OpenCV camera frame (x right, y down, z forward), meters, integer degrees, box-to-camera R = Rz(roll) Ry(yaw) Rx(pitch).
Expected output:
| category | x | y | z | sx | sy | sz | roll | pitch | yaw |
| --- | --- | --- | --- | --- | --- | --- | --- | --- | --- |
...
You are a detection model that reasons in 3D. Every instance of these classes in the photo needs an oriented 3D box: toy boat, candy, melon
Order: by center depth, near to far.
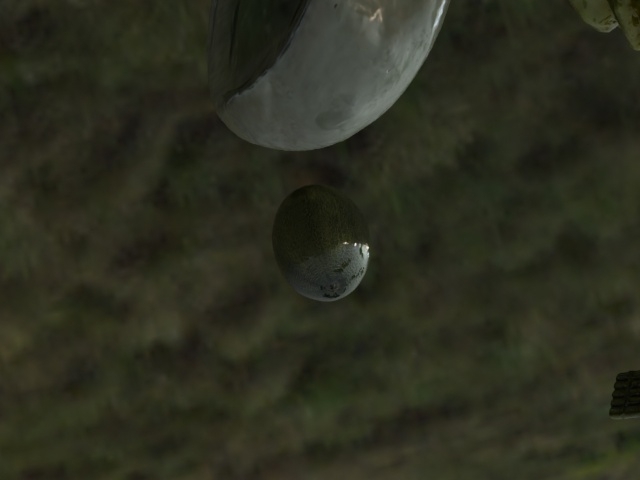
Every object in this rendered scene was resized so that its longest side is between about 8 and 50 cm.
| category | x | y | z | sx | sy | sz | roll | pitch | yaw |
| --- | --- | --- | --- | --- | --- | --- | --- | --- | --- |
| melon | 0.000 | 0.000 | 1.696 | 0.098 | 0.131 | 0.098 | -10 | 139 | -8 |
| candy | 0.005 | -0.273 | 1.789 | 0.186 | 0.386 | 0.427 | 13 | 159 | -27 |
| toy boat | 0.389 | 0.176 | 2.030 | 0.016 | 0.063 | 0.115 | 33 | 150 | -31 |

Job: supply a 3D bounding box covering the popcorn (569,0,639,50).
| category | x | y | z | sx | sy | sz | roll | pitch | yaw |
| --- | --- | --- | --- | --- | --- | --- | --- | --- | --- |
| popcorn | 0.368 | -0.248 | 1.696 | 0.195 | 0.255 | 0.256 | -58 | 178 | 25 |
